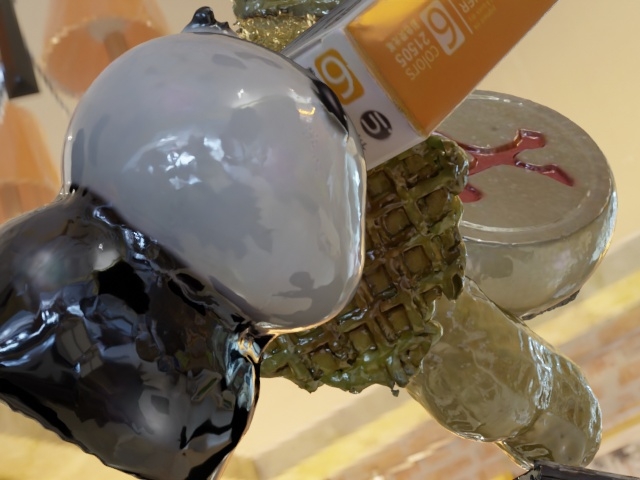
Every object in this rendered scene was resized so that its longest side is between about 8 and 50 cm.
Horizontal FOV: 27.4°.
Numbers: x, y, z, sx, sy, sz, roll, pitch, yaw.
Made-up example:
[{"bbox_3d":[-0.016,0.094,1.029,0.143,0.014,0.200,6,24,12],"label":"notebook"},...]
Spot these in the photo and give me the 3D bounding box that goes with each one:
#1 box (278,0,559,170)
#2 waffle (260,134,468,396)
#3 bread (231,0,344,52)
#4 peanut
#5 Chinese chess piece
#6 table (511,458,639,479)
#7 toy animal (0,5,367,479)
[{"bbox_3d":[0.041,-0.126,0.903,0.220,0.091,0.274,-27,13,45],"label":"box"},{"bbox_3d":[0.000,0.000,1.072,0.245,0.254,0.052,13,8,-1],"label":"waffle"},{"bbox_3d":[0.021,-0.258,1.219,0.245,0.174,0.121,-2,-16,23],"label":"bread"},{"bbox_3d":[0.176,0.145,1.323,0.147,0.147,0.319,-33,-54,23],"label":"peanut"},{"bbox_3d":[0.202,-0.049,1.652,0.338,0.338,0.140,-9,-46,-19],"label":"Chinese chess piece"},{"bbox_3d":[0.165,0.310,0.785,0.196,0.282,0.250,12,-26,-11],"label":"table"},{"bbox_3d":[-0.076,0.002,0.702,0.235,0.187,0.165,-56,-34,-8],"label":"toy animal"}]
